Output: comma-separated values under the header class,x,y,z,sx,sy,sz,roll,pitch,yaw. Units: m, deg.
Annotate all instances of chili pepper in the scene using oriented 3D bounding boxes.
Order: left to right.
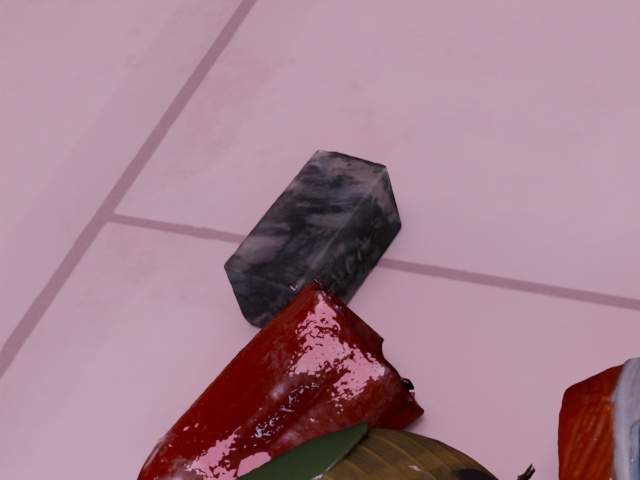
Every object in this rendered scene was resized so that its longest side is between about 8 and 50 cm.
class,x,y,z,sx,sy,sz,roll,pitch,yaw
chili pepper,-0.038,0.163,1.047,0.252,0.144,0.136,-42,16,-11

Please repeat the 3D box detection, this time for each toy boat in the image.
class,x,y,z,sx,sy,sz,roll,pitch,yaw
toy boat,0.241,0.220,0.854,0.133,0.145,0.332,-10,51,17

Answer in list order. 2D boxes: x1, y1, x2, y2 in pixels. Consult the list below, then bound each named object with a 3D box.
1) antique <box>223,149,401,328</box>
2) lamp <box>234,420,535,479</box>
class,x,y,z,sx,sy,sz,roll,pitch,yaw
antique,0.000,0.000,1.190,0.086,0.088,0.183,18,56,30
lamp,0.059,0.239,0.842,0.284,0.250,0.250,-29,44,-30
